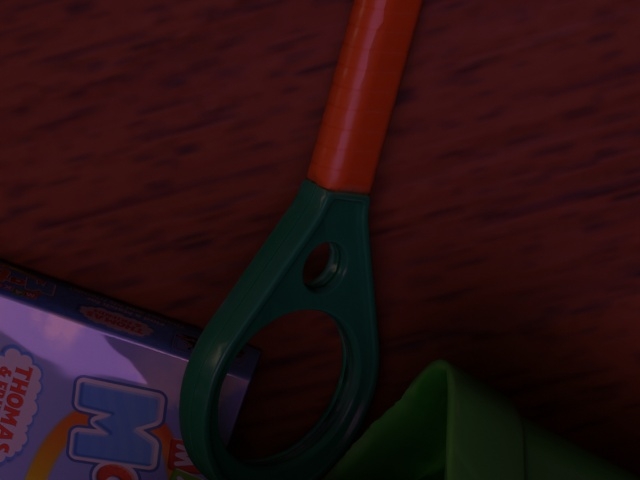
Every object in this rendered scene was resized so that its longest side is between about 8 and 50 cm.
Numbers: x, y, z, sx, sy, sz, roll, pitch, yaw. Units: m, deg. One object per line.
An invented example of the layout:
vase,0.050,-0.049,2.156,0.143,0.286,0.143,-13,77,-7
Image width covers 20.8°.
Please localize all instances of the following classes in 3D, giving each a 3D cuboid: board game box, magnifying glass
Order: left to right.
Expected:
board game box,-0.151,0.089,0.779,0.211,0.039,0.160,19,109,-1
magnifying glass,0.000,0.000,0.721,0.092,0.026,0.231,5,107,-41

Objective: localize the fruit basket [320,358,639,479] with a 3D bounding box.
fruit basket,-0.012,0.232,0.604,0.392,0.392,0.283,29,143,-4
